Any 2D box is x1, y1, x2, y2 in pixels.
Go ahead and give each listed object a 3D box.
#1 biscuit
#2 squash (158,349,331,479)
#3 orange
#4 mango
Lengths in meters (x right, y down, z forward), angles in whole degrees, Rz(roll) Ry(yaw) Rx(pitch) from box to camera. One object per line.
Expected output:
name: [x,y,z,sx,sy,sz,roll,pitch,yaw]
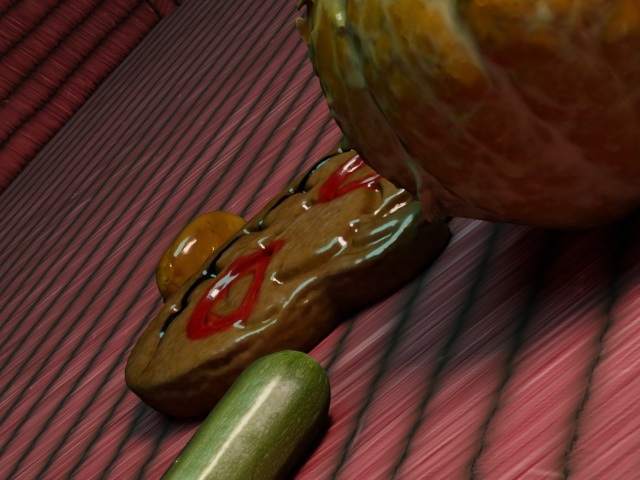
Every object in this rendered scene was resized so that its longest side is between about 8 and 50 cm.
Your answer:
biscuit: [-0.001,-0.001,1.315,0.367,0.063,0.314,-42,13,-14]
squash: [-0.065,0.151,1.006,0.066,0.066,0.229,-23,22,49]
orange: [0.151,-0.151,1.008,0.329,0.249,0.329,-29,14,8]
mango: [-0.106,0.015,1.529,0.114,0.060,0.080,-53,3,-35]
